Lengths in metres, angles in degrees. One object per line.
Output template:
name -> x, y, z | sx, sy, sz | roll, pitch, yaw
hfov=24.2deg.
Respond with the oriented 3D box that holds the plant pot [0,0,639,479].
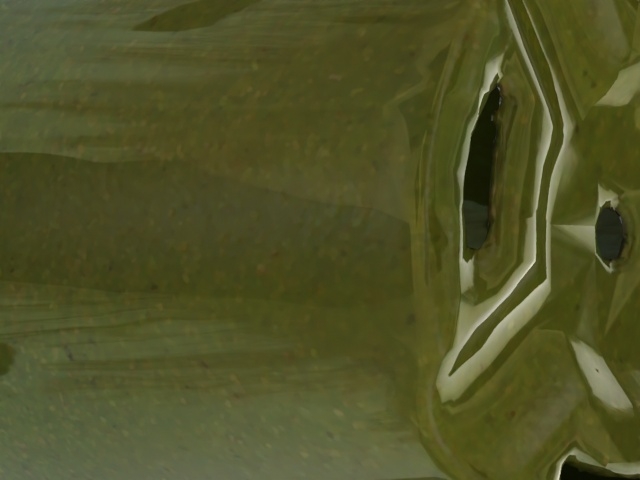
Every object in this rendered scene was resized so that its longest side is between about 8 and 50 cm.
plant pot -> 0.000, 0.000, 0.483 | 0.276, 0.254, 0.276 | 1, -91, -46
